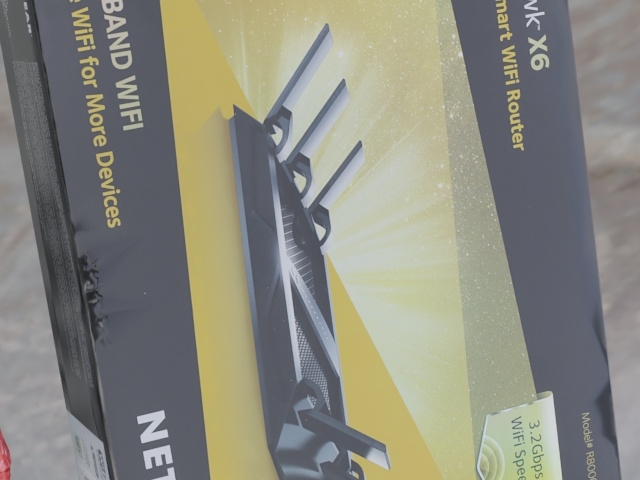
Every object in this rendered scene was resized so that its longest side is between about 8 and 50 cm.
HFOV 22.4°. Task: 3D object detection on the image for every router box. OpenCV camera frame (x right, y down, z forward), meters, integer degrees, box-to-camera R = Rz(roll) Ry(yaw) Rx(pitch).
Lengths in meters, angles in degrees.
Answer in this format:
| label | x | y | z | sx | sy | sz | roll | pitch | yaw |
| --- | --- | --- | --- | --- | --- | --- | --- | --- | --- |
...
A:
| label | x | y | z | sx | sy | sz | roll | pitch | yaw |
| --- | --- | --- | --- | --- | --- | --- | --- | --- | --- |
| router box | 0.000 | 0.000 | 0.726 | 0.243 | 0.309 | 0.081 | -13 | -168 | -21 |

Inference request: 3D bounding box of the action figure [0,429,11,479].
| label | x | y | z | sx | sy | sz | roll | pitch | yaw |
| --- | --- | --- | --- | --- | --- | --- | --- | --- | --- |
| action figure | -0.184 | 0.072 | 0.548 | 0.139 | 0.091 | 0.280 | -18 | 179 | -23 |
